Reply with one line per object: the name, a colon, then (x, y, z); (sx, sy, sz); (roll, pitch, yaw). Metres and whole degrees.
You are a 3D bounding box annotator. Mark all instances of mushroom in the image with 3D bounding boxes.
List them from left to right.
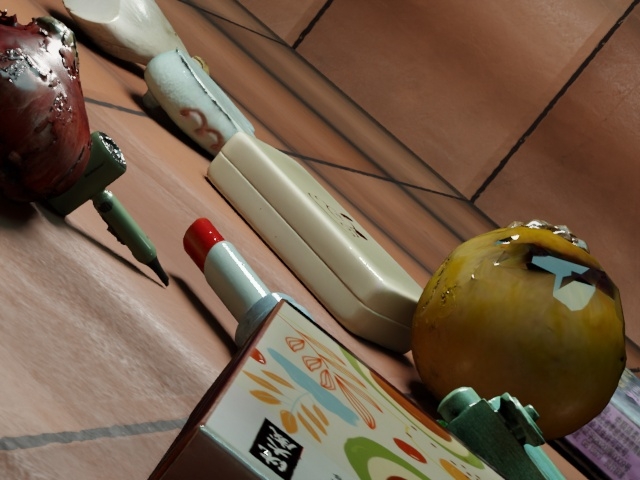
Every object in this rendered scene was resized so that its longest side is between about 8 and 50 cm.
mushroom: (-0.237, -0.263, 2.430); (0.225, 0.093, 0.116); (42, 24, -45)

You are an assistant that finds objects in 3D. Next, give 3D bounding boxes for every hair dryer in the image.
hair dryer: (-0.177, -0.018, 1.641); (0.150, 0.071, 0.047); (53, 9, -13)

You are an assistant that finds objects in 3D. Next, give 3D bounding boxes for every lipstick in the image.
lipstick: (-0.048, 0.071, 1.648); (0.061, 0.068, 0.274); (19, 22, -46)

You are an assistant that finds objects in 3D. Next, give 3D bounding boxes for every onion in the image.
onion: (-0.256, -0.122, 1.549); (0.184, 0.147, 0.184); (37, -5, 3)

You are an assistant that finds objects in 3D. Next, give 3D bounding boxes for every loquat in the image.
loquat: (0.209, 0.100, 1.993); (0.235, 0.235, 0.235); (38, 10, -8)

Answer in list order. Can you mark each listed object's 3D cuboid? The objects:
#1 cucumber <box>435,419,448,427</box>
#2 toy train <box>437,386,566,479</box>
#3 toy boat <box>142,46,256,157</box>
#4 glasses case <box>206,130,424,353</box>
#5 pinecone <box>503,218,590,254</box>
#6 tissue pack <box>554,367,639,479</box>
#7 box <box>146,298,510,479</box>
cucumber: (0.105, 0.195, 1.747); (0.039, 0.039, 0.168); (40, 13, 6)
toy train: (0.193, 0.238, 1.664); (0.248, 0.101, 0.159); (53, 2, 15)
toy boat: (-0.147, -0.150, 2.322); (0.208, 0.079, 0.134); (45, 12, -40)
glasses case: (0.000, 0.000, 2.132); (0.131, 0.070, 0.313); (26, 16, -51)
pinecone: (0.299, 0.065, 2.647); (0.184, 0.179, 0.204); (63, -3, 10)
tissue pack: (0.333, 0.196, 2.335); (0.361, 0.122, 0.259); (43, 12, 9)
box: (0.052, 0.220, 1.196); (0.344, 0.122, 0.385); (39, 10, -1)
